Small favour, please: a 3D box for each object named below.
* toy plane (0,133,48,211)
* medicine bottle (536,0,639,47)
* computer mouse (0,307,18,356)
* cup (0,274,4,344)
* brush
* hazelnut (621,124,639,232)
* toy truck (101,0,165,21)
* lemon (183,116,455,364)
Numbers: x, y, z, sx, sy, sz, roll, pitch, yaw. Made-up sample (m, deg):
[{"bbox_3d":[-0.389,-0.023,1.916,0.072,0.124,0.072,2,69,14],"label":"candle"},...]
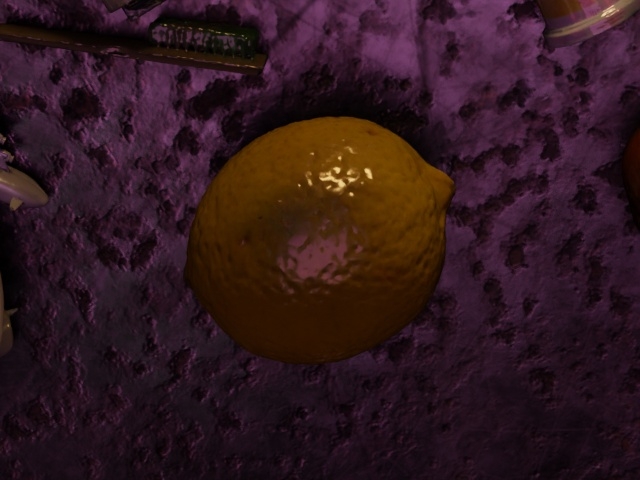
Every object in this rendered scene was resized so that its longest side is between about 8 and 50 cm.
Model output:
[{"bbox_3d":[-0.373,-0.076,1.597,0.171,0.065,0.162,30,122,-3],"label":"toy plane"},{"bbox_3d":[0.175,-0.393,1.407,0.108,0.108,0.426,-25,108,13],"label":"medicine bottle"},{"bbox_3d":[-0.422,0.117,1.680,0.181,0.056,0.089,-21,113,11],"label":"computer mouse"},{"bbox_3d":[-0.511,0.121,1.540,0.274,0.259,0.357,-8,82,24],"label":"cup"},{"bbox_3d":[-0.194,-0.208,1.536,0.282,0.054,0.048,6,103,2],"label":"brush"},{"bbox_3d":[0.391,-0.051,1.492,0.182,0.182,0.182,1,112,3],"label":"hazelnut"},{"bbox_3d":[-0.227,-0.311,1.478,0.074,0.088,0.202,-28,107,15],"label":"toy truck"},{"bbox_3d":[0.000,0.001,1.501,0.267,0.267,0.267,1,112,3],"label":"lemon"}]
